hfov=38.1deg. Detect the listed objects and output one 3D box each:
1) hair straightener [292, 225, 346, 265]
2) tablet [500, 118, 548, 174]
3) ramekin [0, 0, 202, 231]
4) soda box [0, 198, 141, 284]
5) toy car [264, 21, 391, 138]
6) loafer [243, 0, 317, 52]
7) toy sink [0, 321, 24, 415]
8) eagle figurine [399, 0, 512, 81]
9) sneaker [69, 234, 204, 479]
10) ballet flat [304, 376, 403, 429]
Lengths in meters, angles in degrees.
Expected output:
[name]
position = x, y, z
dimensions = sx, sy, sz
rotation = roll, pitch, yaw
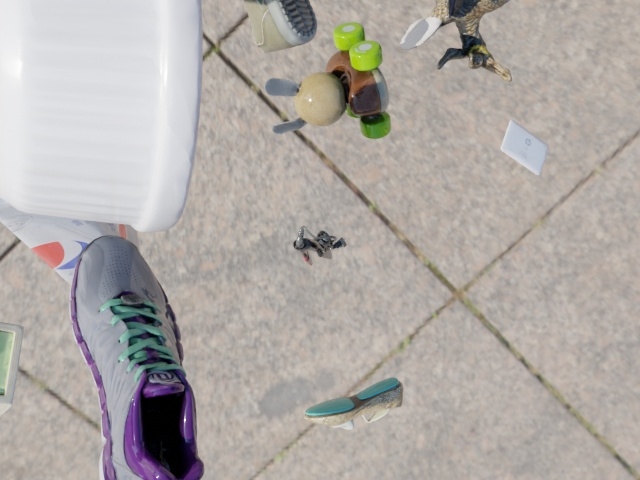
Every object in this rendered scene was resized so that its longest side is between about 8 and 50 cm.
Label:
[hair straightener]
position = 0.000, 0.000, 1.665
dimensions = 0.089, 0.230, 0.047
rotation = -18, 76, 4
[tablet]
position = 0.308, -0.140, 1.395
dimensions = 0.083, 0.006, 0.054
rotation = 30, 72, -26
[ramekin]
position = -0.180, -0.138, 0.695
dimensions = 0.127, 0.273, 0.273
rotation = -2, 114, -20
[soda box]
position = -0.302, -0.030, 1.121
dimensions = 0.091, 0.098, 0.286
rotation = -15, 156, 2
[toy car]
position = 0.004, -0.236, 1.484
dimensions = 0.188, 0.149, 0.155
rotation = -18, 128, -9
[loafer]
position = -0.091, -0.354, 1.195
dimensions = 0.087, 0.094, 0.251
rotation = -27, 79, 38
[toy sink]
position = -0.671, 0.219, 1.664
dimensions = 0.234, 0.153, 0.131
rotation = 14, 153, -26
[eagle figurine]
position = 0.270, -0.447, 1.571
dimensions = 0.225, 0.226, 0.298
rotation = -32, 130, -42
[sneaker]
position = -0.122, 0.086, 0.670
dimensions = 0.083, 0.224, 0.098
rotation = -2, 156, -33
[ballet flat]
position = 0.072, 0.335, 1.822
dimensions = 0.206, 0.073, 0.067
rotation = -17, 107, -7
